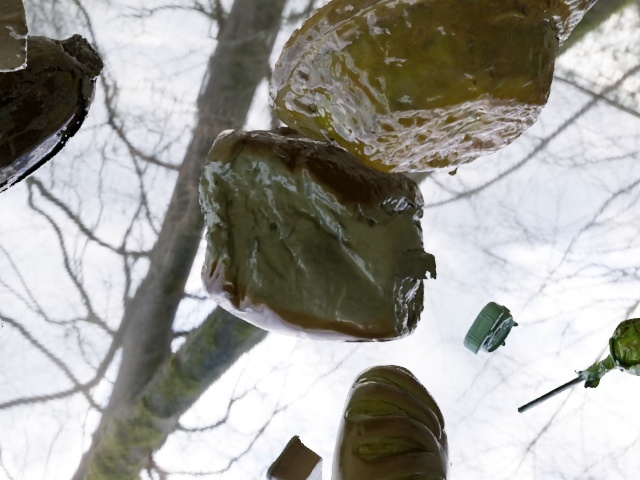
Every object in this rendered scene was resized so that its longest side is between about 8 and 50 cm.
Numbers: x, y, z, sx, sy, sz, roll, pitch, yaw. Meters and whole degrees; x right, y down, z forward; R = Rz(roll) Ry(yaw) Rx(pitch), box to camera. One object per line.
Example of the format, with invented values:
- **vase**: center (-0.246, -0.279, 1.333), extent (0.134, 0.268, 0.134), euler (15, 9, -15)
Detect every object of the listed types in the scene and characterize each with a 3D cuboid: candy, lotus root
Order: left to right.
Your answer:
- **lotus root**: center (-0.509, -0.189, 1.517), extent (0.397, 0.196, 0.179), euler (-41, -129, -15)
- **candy**: center (0.381, 0.192, 1.374), extent (0.073, 0.262, 0.077), euler (14, -129, -39)

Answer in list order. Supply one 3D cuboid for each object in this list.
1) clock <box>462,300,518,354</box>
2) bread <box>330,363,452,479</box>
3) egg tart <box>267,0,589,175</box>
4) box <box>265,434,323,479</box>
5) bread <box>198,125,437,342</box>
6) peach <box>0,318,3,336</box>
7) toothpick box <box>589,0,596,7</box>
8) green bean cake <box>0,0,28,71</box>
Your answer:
- **clock**: center (0.321, 0.164, 1.793), extent (0.041, 0.101, 0.135), euler (35, -167, 30)
- **bread**: center (0.105, 0.335, 1.373), extent (0.160, 0.333, 0.333), euler (1, -158, 10)
- **egg tart**: center (0.111, -0.150, 0.918), extent (0.319, 0.319, 0.128), euler (-1, -115, -40)
- **box**: center (-0.040, 0.383, 1.566), extent (0.062, 0.122, 0.089), euler (28, -123, 19)
- **bread**: center (0.000, 0.000, 1.123), extent (0.279, 0.225, 0.250), euler (17, -169, 5)
- **peach**: center (-0.582, 0.133, 1.441), extent (0.196, 0.190, 0.226), euler (36, -168, 21)
- **toothpick box**: center (0.211, -0.392, 1.115), extent (0.294, 0.192, 0.192), euler (29, -156, -5)
- **green bean cake**: center (-0.462, -0.306, 1.320), extent (0.109, 0.085, 0.179), euler (-5, -138, -22)
